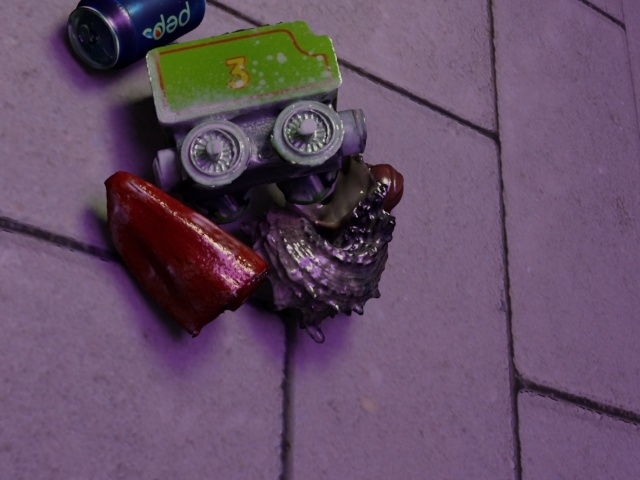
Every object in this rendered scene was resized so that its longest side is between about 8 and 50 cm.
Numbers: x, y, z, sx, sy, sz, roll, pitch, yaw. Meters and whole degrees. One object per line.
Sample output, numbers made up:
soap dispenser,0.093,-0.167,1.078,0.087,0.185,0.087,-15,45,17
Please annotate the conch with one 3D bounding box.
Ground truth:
conch,-0.006,-0.005,1.653,0.241,0.186,0.312,20,71,-14

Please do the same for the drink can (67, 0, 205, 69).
drink can,-0.267,-0.330,1.590,0.118,0.118,0.205,54,46,-8

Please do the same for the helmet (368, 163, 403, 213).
helmet,0.114,-0.089,1.847,0.089,0.057,0.111,37,46,-36

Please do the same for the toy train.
toy train,-0.097,-0.173,1.557,0.307,0.173,0.248,-12,71,-3

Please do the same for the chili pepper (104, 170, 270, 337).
chili pepper,-0.206,0.011,1.488,0.253,0.144,0.136,42,67,-3
